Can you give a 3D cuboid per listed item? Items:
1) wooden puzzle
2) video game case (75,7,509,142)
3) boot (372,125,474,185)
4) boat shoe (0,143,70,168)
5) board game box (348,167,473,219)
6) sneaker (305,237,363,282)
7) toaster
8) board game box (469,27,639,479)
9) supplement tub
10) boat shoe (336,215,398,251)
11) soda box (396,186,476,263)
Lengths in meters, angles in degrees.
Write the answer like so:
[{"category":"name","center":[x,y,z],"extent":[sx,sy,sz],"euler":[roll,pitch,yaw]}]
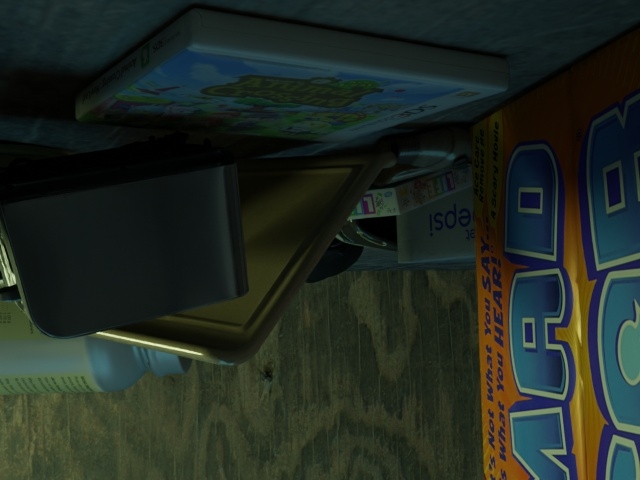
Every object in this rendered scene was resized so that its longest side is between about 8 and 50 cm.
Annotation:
[{"category":"wooden puzzle","center":[-0.070,0.010,0.770],"extent":[0.221,0.044,0.239],"euler":[3,-135,47]},{"category":"video game case","center":[-0.024,-0.094,0.582],"extent":[0.212,0.023,0.193],"euler":[1,174,-32]},{"category":"boot","center":[0.097,-0.072,0.800],"extent":[0.086,0.042,0.118],"euler":[-3,176,-13]},{"category":"boat shoe","center":[-0.301,-0.032,0.799],"extent":[0.103,0.113,0.302],"euler":[-3,165,35]},{"category":"board game box","center":[0.075,-0.050,0.899],"extent":[0.103,0.026,0.154],"euler":[-5,-170,40]},{"category":"sneaker","center":[0.000,0.000,1.313],"extent":[0.130,0.109,0.286],"euler":[-11,173,30]},{"category":"toaster","center":[-0.146,-0.012,0.651],"extent":[0.185,0.110,0.168],"euler":[-13,-167,-26]},{"category":"board game box","center":[0.331,0.064,0.596],"extent":[0.356,0.357,0.356],"euler":[0,175,-12]},{"category":"supplement tub","center":[-0.311,0.054,1.018],"extent":[0.324,0.236,0.235],"euler":[-2,175,0]},{"category":"boat shoe","center":[0.127,-0.017,1.238],"extent":[0.227,0.081,0.068],"euler":[3,178,-24]},{"category":"soda box","center":[0.206,-0.028,1.041],"extent":[0.091,0.098,0.286],"euler":[1,174,-33]}]
